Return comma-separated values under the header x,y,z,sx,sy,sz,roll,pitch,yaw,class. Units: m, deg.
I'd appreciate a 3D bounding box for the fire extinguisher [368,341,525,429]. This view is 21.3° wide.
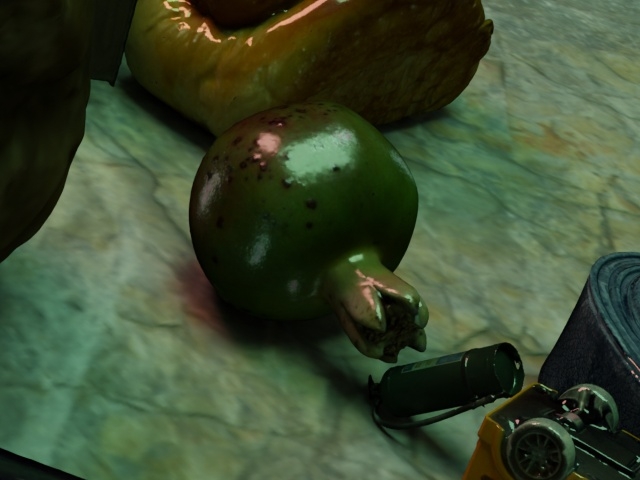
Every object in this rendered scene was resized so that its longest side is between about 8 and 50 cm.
x,y,z,sx,sy,sz,roll,pitch,yaw,class
0.052,0.069,0.783,0.025,0.083,0.038,49,45,-31,fire extinguisher

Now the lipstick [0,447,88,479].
x,y,z,sx,sy,sz,roll,pitch,yaw,class
-0.149,0.090,0.580,0.300,0.081,0.081,20,28,-1,lipstick

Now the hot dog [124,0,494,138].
x,y,z,sx,sy,sz,roll,pitch,yaw,class
0.008,-0.154,1.033,0.150,0.153,0.257,37,32,26,hot dog

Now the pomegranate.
x,y,z,sx,sy,sz,roll,pitch,yaw,class
0.000,0.000,0.814,0.115,0.114,0.142,-5,46,-40,pomegranate

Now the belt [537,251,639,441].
x,y,z,sx,sy,sz,roll,pitch,yaw,class
0.188,0.082,0.822,0.141,0.082,0.190,12,29,-21,belt

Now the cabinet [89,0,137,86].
x,y,z,sx,sy,sz,roll,pitch,yaw,class
-0.211,-0.199,0.973,0.215,0.148,0.174,8,31,-17,cabinet

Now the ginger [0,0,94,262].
x,y,z,sx,sy,sz,roll,pitch,yaw,class
-0.197,-0.100,0.686,0.200,0.269,0.223,-29,58,-20,ginger

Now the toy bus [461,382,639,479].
x,y,z,sx,sy,sz,roll,pitch,yaw,class
0.140,0.127,0.722,0.162,0.074,0.069,30,22,20,toy bus
